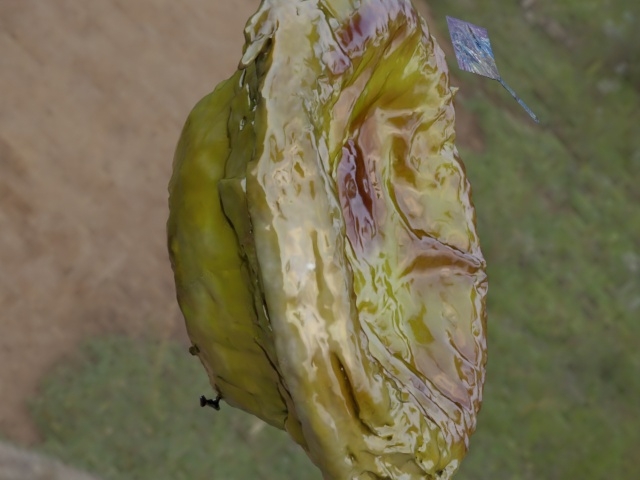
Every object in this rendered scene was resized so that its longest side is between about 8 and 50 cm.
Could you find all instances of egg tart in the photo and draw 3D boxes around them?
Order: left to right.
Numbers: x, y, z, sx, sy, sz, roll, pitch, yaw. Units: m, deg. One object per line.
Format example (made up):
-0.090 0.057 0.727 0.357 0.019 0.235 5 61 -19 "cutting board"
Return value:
0.000 0.000 0.951 0.295 0.116 0.295 -6 90 -68 "egg tart"

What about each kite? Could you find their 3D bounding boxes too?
0.099 -0.102 1.097 0.078 0.002 0.044 31 46 -30 "kite"
